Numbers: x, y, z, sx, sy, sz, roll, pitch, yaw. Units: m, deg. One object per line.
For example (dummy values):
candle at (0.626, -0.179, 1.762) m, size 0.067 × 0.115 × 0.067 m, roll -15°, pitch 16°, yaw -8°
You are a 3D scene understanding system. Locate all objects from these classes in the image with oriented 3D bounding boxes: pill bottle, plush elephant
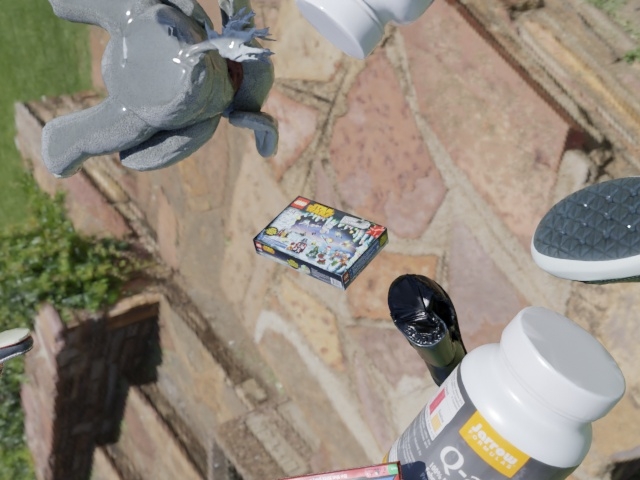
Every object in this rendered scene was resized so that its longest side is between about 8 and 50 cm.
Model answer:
pill bottle at (0.192, 0.215, 0.905) m, size 0.162 × 0.162 × 0.278 m, roll 51°, pitch 124°, yaw 31°
pill bottle at (0.079, -0.292, 0.810) m, size 0.124 × 0.221 × 0.124 m, roll 40°, pitch 178°, yaw 1°
plush elephant at (-0.173, -0.224, 1.098) m, size 0.330 × 0.255 × 0.271 m, roll -4°, pitch 89°, yaw 19°

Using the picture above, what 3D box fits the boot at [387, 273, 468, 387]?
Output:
boot at (0.164, 0.107, 1.325) m, size 0.207 × 0.094 × 0.246 m, roll 58°, pitch -171°, yaw -48°

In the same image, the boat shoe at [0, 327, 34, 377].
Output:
boat shoe at (-0.326, 0.121, 0.781) m, size 0.049 × 0.137 × 0.043 m, roll -54°, pitch -59°, yaw -74°

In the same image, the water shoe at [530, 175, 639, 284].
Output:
water shoe at (0.222, 0.006, 0.477) m, size 0.203 × 0.072 × 0.080 m, roll -9°, pitch 134°, yaw 43°

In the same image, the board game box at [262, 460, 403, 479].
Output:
board game box at (-0.041, 0.326, 0.868) m, size 0.027 × 0.282 × 0.145 m, roll 25°, pitch -126°, yaw -74°

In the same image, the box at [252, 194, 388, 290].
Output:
box at (0.000, 0.000, 0.991) m, size 0.137 × 0.094 × 0.027 m, roll 21°, pitch 141°, yaw 32°
